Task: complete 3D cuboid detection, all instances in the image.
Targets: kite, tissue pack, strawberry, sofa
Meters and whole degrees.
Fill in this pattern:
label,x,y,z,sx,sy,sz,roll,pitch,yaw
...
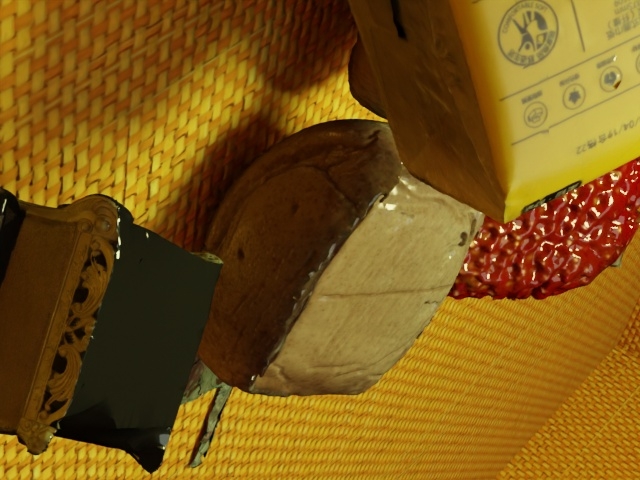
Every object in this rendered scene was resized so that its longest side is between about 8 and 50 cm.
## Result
label,x,y,z,sx,sy,sz,roll,pitch,yaw
kite,-0.101,0.146,1.667,0.335,0.011,0.314,-20,140,-55
tissue pack,0.220,-0.231,1.113,0.382,0.228,0.293,-25,114,-13
strawberry,0.230,-0.061,1.774,0.343,0.292,0.292,-6,129,-45
sofa,-0.217,0.064,1.150,0.258,0.182,0.200,33,73,-69

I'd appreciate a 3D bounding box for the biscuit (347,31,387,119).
label,x,y,z,sx,sy,sz,roll,pitch,yaw
biscuit,0.106,-0.253,1.343,0.296,0.102,0.296,-62,176,-7

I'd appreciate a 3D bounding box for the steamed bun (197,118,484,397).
label,x,y,z,sx,sy,sz,roll,pitch,yaw
steamed bun,0.000,0.000,1.424,0.251,0.199,0.301,9,120,-50
